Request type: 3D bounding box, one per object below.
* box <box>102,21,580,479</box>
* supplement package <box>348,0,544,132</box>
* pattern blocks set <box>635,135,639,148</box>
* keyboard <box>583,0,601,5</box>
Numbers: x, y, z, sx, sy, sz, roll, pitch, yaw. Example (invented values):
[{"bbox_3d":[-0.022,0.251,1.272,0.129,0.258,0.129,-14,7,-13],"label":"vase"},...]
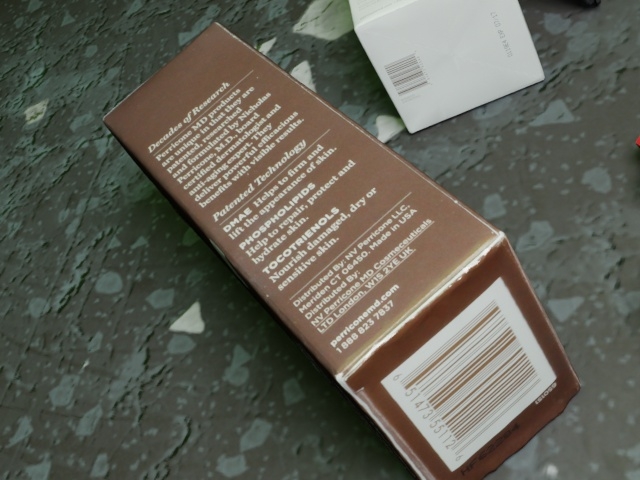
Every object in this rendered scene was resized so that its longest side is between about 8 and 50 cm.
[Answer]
[{"bbox_3d":[0.000,0.000,0.773,0.143,0.191,0.381,-40,43,-4],"label":"box"},{"bbox_3d":[0.102,-0.246,0.956,0.134,0.139,0.244,-21,44,14],"label":"supplement package"},{"bbox_3d":[0.341,-0.037,0.622,0.286,0.026,0.324,-27,29,22],"label":"pattern blocks set"},{"bbox_3d":[0.172,-0.364,0.976,0.033,0.202,0.317,-42,37,30],"label":"keyboard"}]
